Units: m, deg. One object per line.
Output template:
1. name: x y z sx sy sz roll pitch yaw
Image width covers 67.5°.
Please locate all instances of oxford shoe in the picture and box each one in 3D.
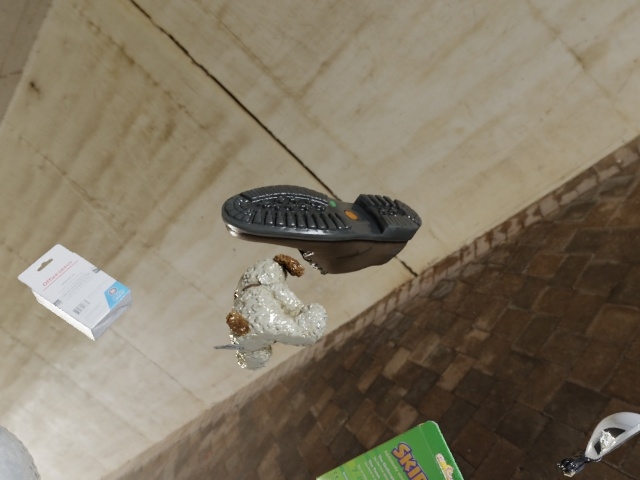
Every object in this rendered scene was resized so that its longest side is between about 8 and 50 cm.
1. oxford shoe: 0.000 0.000 0.514 0.096 0.228 0.082 -63 35 32

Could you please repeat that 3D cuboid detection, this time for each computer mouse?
1. computer mouse: 0.481 0.336 0.813 0.106 0.042 0.192 -11 -42 -24

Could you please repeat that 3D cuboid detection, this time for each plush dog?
1. plush dog: -0.139 0.144 1.119 0.263 0.211 0.225 -32 41 24

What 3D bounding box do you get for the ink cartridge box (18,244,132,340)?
1. ink cartridge box: -0.475 0.099 0.935 0.104 0.180 0.060 -53 -9 -35

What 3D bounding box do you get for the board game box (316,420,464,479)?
1. board game box: 0.099 0.353 0.667 0.039 0.124 0.259 3 -38 -41

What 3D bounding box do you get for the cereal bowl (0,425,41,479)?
1. cereal bowl: -0.245 0.280 0.307 0.339 0.141 0.338 -176 90 -66
